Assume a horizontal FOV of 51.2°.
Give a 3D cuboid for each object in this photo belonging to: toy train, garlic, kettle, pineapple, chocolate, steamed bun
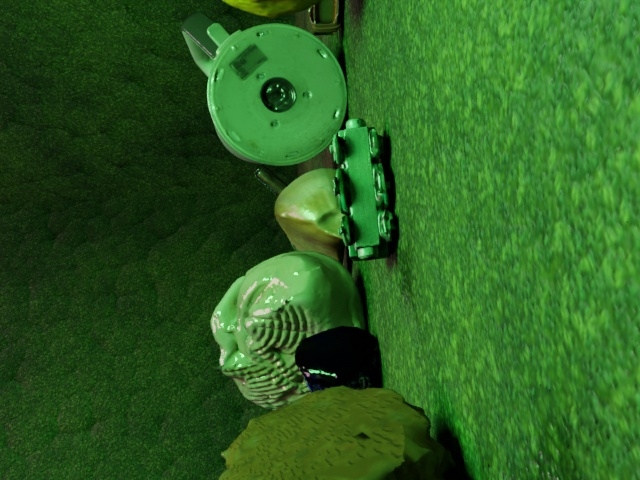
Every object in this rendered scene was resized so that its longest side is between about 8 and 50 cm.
[{"bbox_3d":[0.054,-0.061,0.840,0.104,0.071,0.178,48,-144,-79],"label":"toy train"},{"bbox_3d":[-0.004,-0.006,1.291,0.338,0.151,0.196,91,162,-61],"label":"garlic"},{"bbox_3d":[-0.144,-0.308,1.358,0.361,0.250,0.377,43,177,-10],"label":"kettle"},{"bbox_3d":[0.035,0.329,0.604,0.223,0.223,0.356,-111,10,-77],"label":"pineapple"},{"bbox_3d":[0.042,0.281,1.111,0.148,0.126,0.343,32,146,37],"label":"chocolate"},{"bbox_3d":[-0.045,0.144,1.204,0.320,0.275,0.206,-43,25,37],"label":"steamed bun"}]

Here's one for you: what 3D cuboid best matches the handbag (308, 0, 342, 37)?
[{"bbox_3d":[0.006,-0.473,1.237,0.127,0.063,0.190,91,177,-45],"label":"handbag"}]

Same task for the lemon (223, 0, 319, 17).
[{"bbox_3d":[-0.065,-0.462,0.932,0.253,0.254,0.310,99,-176,-72],"label":"lemon"}]

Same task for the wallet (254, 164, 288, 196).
[{"bbox_3d":[-0.054,-0.092,1.536,0.042,0.230,0.124,-53,7,6],"label":"wallet"}]

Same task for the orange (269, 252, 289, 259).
[{"bbox_3d":[-0.077,0.165,1.615,0.284,0.226,0.283,20,-90,-86],"label":"orange"}]
